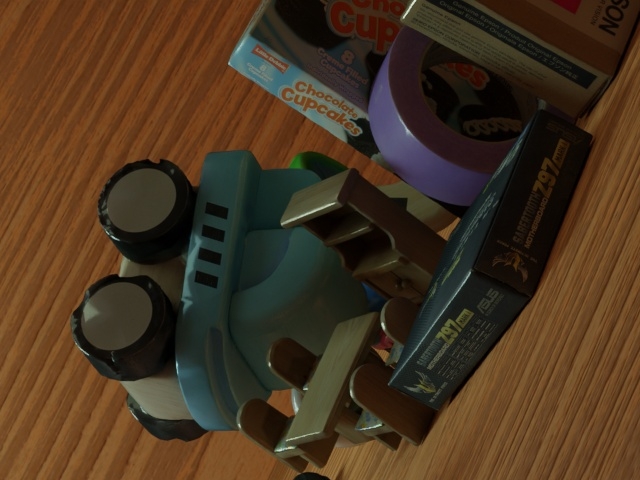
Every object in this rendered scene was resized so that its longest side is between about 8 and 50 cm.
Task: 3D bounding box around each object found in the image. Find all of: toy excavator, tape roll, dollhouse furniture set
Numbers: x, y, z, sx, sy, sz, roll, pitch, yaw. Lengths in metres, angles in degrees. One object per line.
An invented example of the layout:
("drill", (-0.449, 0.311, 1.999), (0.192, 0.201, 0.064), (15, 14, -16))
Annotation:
("toy excavator", (0.000, 0.000, 2.073), (0.222, 0.445, 0.433), (64, -151, -56))
("tape roll", (0.146, -0.133, 1.828), (0.189, 0.189, 0.080), (-64, 2, -26))
("dollhouse furniture set", (0.017, 0.080, 1.860), (0.212, 0.161, 0.242), (-22, 37, 55))

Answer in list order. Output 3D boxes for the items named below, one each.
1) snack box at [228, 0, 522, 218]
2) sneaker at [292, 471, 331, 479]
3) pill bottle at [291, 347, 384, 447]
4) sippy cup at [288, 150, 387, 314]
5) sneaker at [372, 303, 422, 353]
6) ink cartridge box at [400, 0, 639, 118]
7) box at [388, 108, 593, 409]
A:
("snack box", (0.082, -0.163, 1.927), (0.060, 0.322, 0.187), (-47, 13, 49))
("sneaker", (-0.053, 0.337, 2.295), (0.267, 0.106, 0.101), (-63, -1, -71))
("pill bottle", (0.024, 0.170, 2.204), (0.117, 0.117, 0.215), (-63, 1, 0))
("sippy cup", (-0.007, 0.047, 2.365), (0.224, 0.305, 0.240), (-48, 15, 17))
("sneaker", (0.110, 0.094, 1.960), (0.119, 0.057, 0.047), (-27, 28, 42))
("ink cartridge box", (0.208, -0.260, 1.763), (0.235, 0.193, 0.088), (-65, 4, -30))
("box", (0.145, 0.020, 1.662), (0.233, 0.059, 0.183), (119, 176, -57))
